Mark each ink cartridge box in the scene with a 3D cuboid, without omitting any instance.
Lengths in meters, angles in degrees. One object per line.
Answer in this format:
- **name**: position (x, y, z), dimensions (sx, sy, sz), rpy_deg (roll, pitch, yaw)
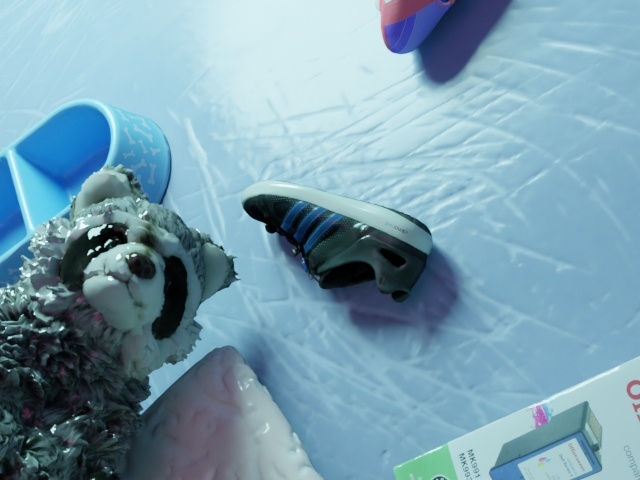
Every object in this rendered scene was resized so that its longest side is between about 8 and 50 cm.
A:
- **ink cartridge box**: position (0.177, 0.196, 0.782), dimensions (0.212, 0.093, 0.154), rpy_deg (-27, 56, 18)

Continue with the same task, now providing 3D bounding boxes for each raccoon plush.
- **raccoon plush**: position (-0.282, 0.104, 1.035), dimensions (0.446, 0.216, 0.299), rpy_deg (-12, 39, 44)

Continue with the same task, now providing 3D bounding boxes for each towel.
- **towel**: position (-0.109, 0.302, 0.934), dimensions (0.317, 0.053, 0.332), rpy_deg (-45, 52, 7)

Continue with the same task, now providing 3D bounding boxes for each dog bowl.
- **dog bowl**: position (-0.300, -0.039, 1.198), dimensions (0.297, 0.074, 0.166), rpy_deg (-34, 54, 13)

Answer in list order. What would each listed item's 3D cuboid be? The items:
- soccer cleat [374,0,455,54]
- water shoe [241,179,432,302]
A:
- **soccer cleat**: position (0.133, -0.284, 1.047), dimensions (0.095, 0.083, 0.248), rpy_deg (18, 76, 31)
- **water shoe**: position (0.000, 0.000, 0.996), dimensions (0.203, 0.073, 0.080), rpy_deg (13, 78, 36)
